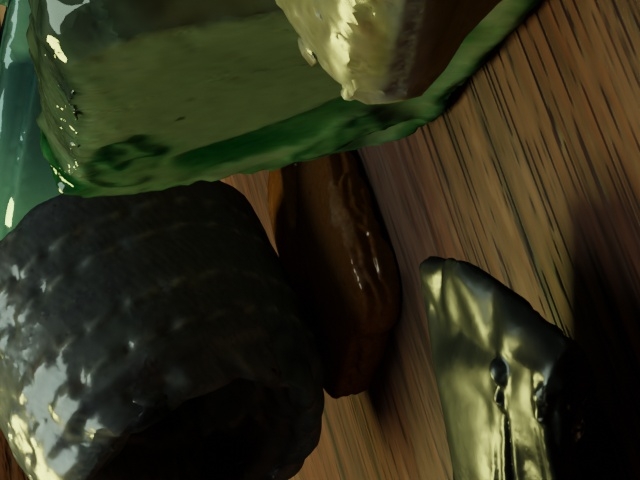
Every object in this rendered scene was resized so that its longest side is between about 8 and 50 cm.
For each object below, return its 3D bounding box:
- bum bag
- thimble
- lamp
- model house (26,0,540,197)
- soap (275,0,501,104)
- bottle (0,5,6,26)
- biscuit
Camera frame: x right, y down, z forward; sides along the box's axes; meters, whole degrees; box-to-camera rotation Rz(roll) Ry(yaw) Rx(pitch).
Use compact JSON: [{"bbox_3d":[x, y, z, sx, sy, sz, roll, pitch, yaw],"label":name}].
[{"bbox_3d":[0.090,0.118,0.625,0.123,0.060,0.248,-122,22,-60],"label":"bum bag"},{"bbox_3d":[-0.105,0.081,0.943,0.236,0.205,0.172,91,153,-58],"label":"thimble"},{"bbox_3d":[-0.168,-0.112,0.978,0.209,0.147,0.284,-98,2,-51],"label":"lamp"},{"bbox_3d":[-0.051,-0.209,0.654,0.267,0.194,0.325,131,129,-75],"label":"model house"},{"bbox_3d":[0.028,-0.249,0.329,0.304,0.169,0.338,62,161,22],"label":"soap"},{"bbox_3d":[-0.198,-0.244,1.354,0.206,0.173,0.296,-8,92,46],"label":"bottle"},{"bbox_3d":[-0.001,0.000,0.970,0.192,0.036,0.186,106,152,-62],"label":"biscuit"}]
